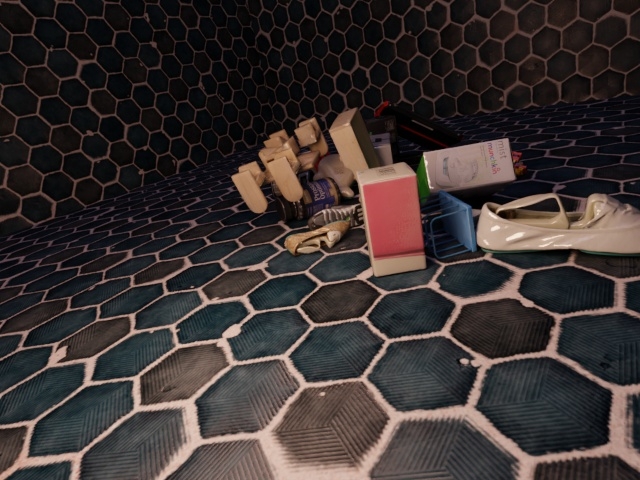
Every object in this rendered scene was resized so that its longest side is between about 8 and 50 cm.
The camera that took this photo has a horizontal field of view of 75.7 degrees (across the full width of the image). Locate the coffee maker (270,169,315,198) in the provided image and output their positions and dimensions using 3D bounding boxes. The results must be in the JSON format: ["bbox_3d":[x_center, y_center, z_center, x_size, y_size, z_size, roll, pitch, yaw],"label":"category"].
[{"bbox_3d":[-0.108,-0.242,1.774,0.179,0.120,0.171,-8,21,10],"label":"coffee maker"}]

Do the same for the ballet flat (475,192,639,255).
[{"bbox_3d":[0.546,-0.039,0.894,0.401,0.139,0.139,0,24,28],"label":"ballet flat"}]

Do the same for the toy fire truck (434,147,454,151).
[{"bbox_3d":[0.428,-0.226,1.449,0.246,0.158,0.217,-47,30,-25],"label":"toy fire truck"}]

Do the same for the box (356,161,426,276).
[{"bbox_3d":[0.168,-0.053,0.989,0.127,0.232,0.148,-10,21,5],"label":"box"}]

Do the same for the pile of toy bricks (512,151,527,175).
[{"bbox_3d":[0.622,-0.264,1.493,0.212,0.118,0.105,21,76,38],"label":"pile of toy bricks"}]

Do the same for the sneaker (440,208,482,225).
[{"bbox_3d":[0.413,-0.062,1.144,0.152,0.053,0.061,8,19,30],"label":"sneaker"}]

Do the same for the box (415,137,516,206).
[{"bbox_3d":[0.420,-0.190,1.232,0.232,0.126,0.262,-9,-5,9],"label":"box"}]

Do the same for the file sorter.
[{"bbox_3d":[0.305,-0.040,1.049,0.105,0.118,0.170,-17,21,-2],"label":"file sorter"}]

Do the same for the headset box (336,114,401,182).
[{"bbox_3d":[0.209,-0.414,1.866,0.283,0.246,0.131,-24,25,-25],"label":"headset box"}]

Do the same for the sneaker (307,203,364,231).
[{"bbox_3d":[0.034,-0.069,1.330,0.229,0.085,0.132,-13,14,-32],"label":"sneaker"}]

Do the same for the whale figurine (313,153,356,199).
[{"bbox_3d":[0.079,-0.241,1.700,0.217,0.141,0.271,-4,45,0],"label":"whale figurine"}]

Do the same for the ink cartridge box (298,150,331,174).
[{"bbox_3d":[-0.058,-0.319,1.823,0.231,0.134,0.077,-10,62,20],"label":"ink cartridge box"}]

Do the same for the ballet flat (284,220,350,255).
[{"bbox_3d":[0.000,0.000,1.201,0.207,0.073,0.067,-19,49,-10],"label":"ballet flat"}]

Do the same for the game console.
[{"bbox_3d":[0.452,-0.540,1.956,0.387,0.060,0.342,23,1,-4],"label":"game console"}]

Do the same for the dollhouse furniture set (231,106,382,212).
[{"bbox_3d":[-0.019,-0.238,1.385,0.395,0.256,0.362,-15,29,25],"label":"dollhouse furniture set"}]

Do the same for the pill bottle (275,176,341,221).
[{"bbox_3d":[-0.046,-0.144,1.489,0.220,0.122,0.123,-20,23,-21],"label":"pill bottle"}]

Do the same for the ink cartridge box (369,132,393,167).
[{"bbox_3d":[0.234,-0.303,1.635,0.114,0.196,0.272,-7,22,13],"label":"ink cartridge box"}]
